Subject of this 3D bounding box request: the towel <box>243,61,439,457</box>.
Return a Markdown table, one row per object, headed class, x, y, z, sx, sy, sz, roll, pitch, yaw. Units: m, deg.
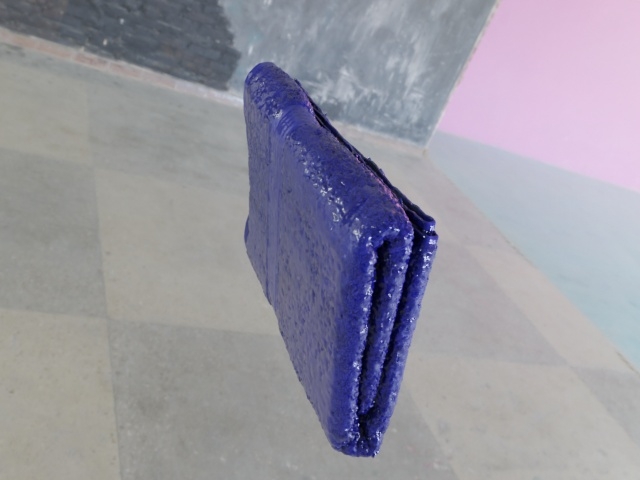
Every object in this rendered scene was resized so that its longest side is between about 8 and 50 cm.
| class | x | y | z | sx | sy | sz | roll | pitch | yaw |
| --- | --- | --- | --- | --- | --- | --- | --- | --- | --- |
| towel | 0.000 | 0.000 | 0.564 | 0.076 | 0.228 | 0.308 | -8 | 35 | -16 |
